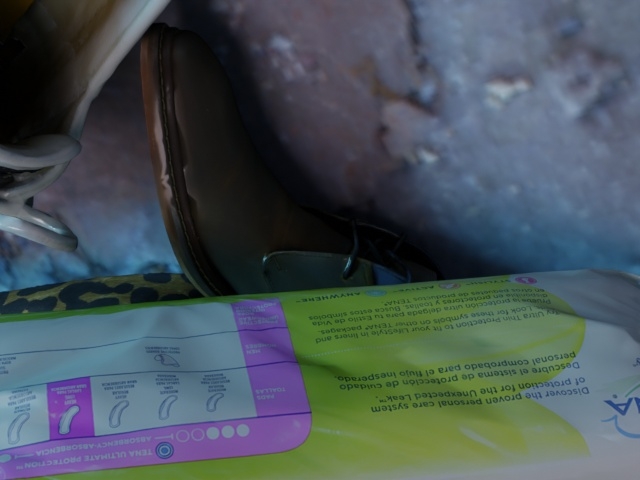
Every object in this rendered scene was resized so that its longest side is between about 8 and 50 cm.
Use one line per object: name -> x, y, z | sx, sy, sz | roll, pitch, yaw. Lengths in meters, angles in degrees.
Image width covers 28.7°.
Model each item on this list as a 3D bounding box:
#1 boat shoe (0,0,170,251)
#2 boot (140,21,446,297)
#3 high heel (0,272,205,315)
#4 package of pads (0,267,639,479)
boat shoe -> -0.139, -0.060, 0.479 | 0.367, 0.135, 0.157 | -37, 58, 31
boot -> 0.000, 0.000, 0.535 | 0.106, 0.082, 0.219 | -13, 117, 11
high heel -> -0.177, 0.038, 0.642 | 0.261, 0.186, 0.093 | 37, 160, 40
package of pads -> -0.009, 0.122, 0.499 | 0.296, 0.101, 0.229 | -3, 133, -12
